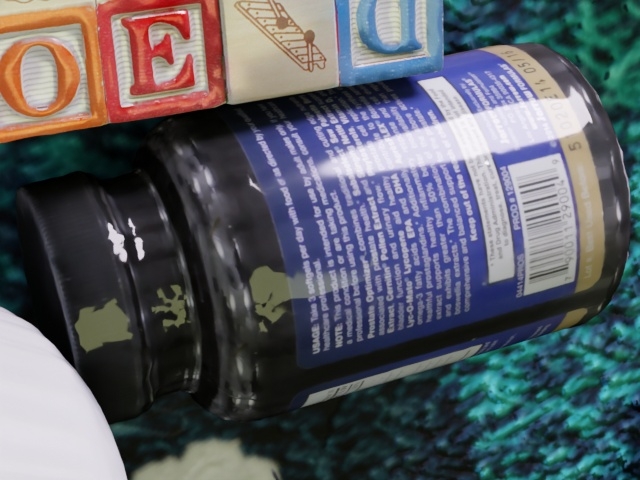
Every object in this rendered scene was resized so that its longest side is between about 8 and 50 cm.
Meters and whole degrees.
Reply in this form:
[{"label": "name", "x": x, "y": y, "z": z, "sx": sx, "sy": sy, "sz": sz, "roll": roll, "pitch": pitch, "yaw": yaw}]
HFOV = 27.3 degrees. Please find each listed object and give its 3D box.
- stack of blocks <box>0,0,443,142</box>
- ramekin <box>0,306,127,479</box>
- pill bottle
[{"label": "stack of blocks", "x": -0.110, "y": -0.126, "z": 0.439, "sx": 0.297, "sy": 0.087, "sz": 0.171, "roll": -11, "pitch": 113, "yaw": -20}, {"label": "ramekin", "x": -0.164, "y": 0.129, "z": 0.418, "sx": 0.127, "sy": 0.273, "sz": 0.273, "roll": 10, "pitch": 105, "yaw": -38}, {"label": "pill bottle", "x": 0.000, "y": 0.000, "z": 0.516, "sx": 0.219, "sy": 0.123, "sz": 0.123, "roll": -14, "pitch": 114, "yaw": -19}]
